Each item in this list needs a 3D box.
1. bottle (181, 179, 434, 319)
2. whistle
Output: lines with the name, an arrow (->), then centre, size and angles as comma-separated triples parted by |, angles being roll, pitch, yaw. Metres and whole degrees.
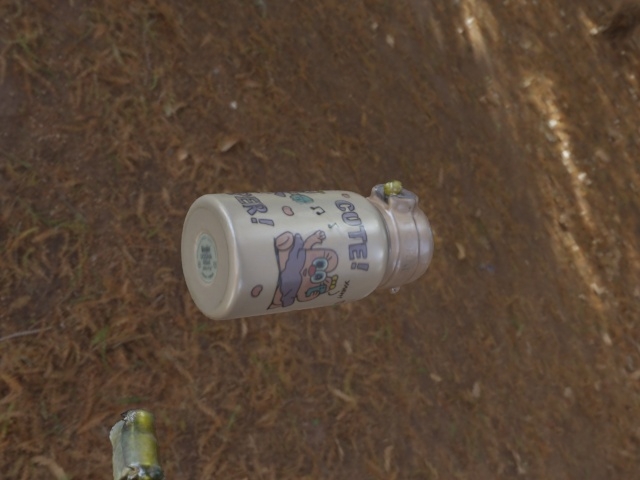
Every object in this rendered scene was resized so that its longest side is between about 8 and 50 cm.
bottle -> 0.000, 0.000, 0.628 | 0.209, 0.110, 0.097 | -5, 29, -34
whistle -> -0.195, 0.318, 0.845 | 0.057, 0.068, 0.326 | 0, 31, -19
